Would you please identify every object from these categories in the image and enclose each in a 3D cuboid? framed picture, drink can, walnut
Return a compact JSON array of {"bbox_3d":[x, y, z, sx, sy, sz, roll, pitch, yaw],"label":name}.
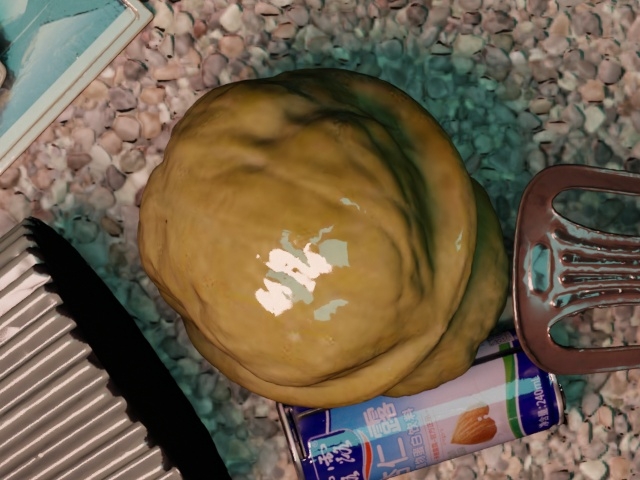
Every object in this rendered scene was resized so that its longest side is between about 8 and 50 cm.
[{"bbox_3d":[-0.266,-0.174,1.508,0.150,0.015,0.203,45,88,-4],"label":"framed picture"},{"bbox_3d":[0.086,0.147,1.497,0.235,0.097,0.097,-17,92,-5],"label":"drink can"},{"bbox_3d":[0.001,0.001,1.396,0.253,0.282,0.277,-45,57,-12],"label":"walnut"}]

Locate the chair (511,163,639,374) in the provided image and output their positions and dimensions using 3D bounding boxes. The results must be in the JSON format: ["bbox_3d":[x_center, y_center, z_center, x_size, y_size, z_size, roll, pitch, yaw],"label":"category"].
[{"bbox_3d":[0.319,0.029,1.471,0.326,0.183,0.176,3,88,3],"label":"chair"}]

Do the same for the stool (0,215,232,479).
[{"bbox_3d":[-0.278,0.192,1.383,0.330,0.297,0.297,-35,93,2],"label":"stool"}]

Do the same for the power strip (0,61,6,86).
[{"bbox_3d":[-0.352,-0.046,1.391,0.058,0.098,0.338,6,60,30],"label":"power strip"}]
